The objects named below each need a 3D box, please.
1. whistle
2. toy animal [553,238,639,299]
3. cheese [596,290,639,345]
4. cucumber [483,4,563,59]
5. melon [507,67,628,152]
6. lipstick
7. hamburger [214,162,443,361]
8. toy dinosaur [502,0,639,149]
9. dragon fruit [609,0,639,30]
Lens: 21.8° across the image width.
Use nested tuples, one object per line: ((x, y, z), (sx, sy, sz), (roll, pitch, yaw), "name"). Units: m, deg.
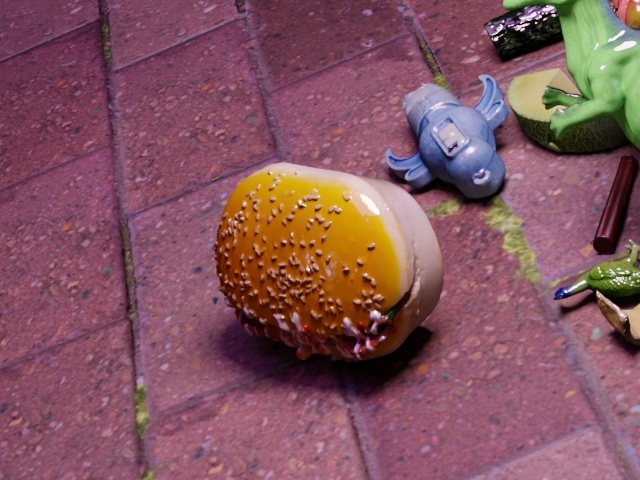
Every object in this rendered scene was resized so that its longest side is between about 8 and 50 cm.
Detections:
((0.170, -0.135, 2.164), (0.180, 0.093, 0.269), (-39, 30, 8), "whistle")
((0.366, 0.032, 1.833), (0.216, 0.041, 0.075), (-7, 33, 19), "toy animal")
((0.337, 0.082, 1.778), (0.084, 0.041, 0.060), (-5, 28, -30), "cheese")
((0.377, -0.329, 2.334), (0.293, 0.068, 0.067), (-18, 32, 9), "cucumber")
((0.315, -0.167, 2.140), (0.118, 0.064, 0.209), (-27, 29, -2), "melon")
((0.353, -0.047, 1.971), (0.027, 0.027, 0.176), (-6, 35, 28), "lipstick")
((0.002, 0.024, 1.924), (0.151, 0.227, 0.295), (-19, 19, -38), "hamburger")
((0.462, -0.178, 1.794), (0.499, 0.375, 0.144), (-8, 7, 20), "toy dinosaur")
((0.461, -0.246, 1.955), (0.250, 0.269, 0.291), (-60, 14, -3), "dragon fruit")
